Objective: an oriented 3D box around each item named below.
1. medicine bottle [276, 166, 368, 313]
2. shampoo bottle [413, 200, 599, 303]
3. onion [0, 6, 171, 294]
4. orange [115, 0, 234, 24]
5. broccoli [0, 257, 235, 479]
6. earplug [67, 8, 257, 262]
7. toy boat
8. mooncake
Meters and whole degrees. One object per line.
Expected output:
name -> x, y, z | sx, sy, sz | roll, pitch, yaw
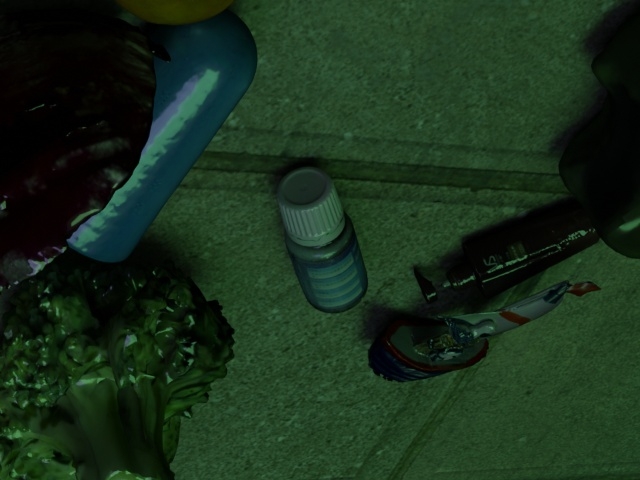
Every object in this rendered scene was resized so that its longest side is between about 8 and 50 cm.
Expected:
medicine bottle -> 0.000, 0.000, 1.696 | 0.083, 0.083, 0.203 | -23, 143, -2
shampoo bottle -> 0.237, 0.019, 1.862 | 0.236, 0.068, 0.067 | -24, 146, -3
onion -> -0.288, -0.088, 1.309 | 0.314, 0.280, 0.146 | -34, 127, 11
orange -> -0.125, -0.261, 1.291 | 0.156, 0.124, 0.156 | -12, 140, -10
broccoli -> -0.247, 0.175, 1.636 | 0.277, 0.317, 0.339 | 14, 90, -23
earplug -> -0.165, -0.118, 1.442 | 0.132, 0.132, 0.273 | 20, 121, -42
toy boat -> 0.215, 0.111, 1.912 | 0.318, 0.072, 0.219 | -20, 161, 12
mooncake -> 0.456, -0.135, 1.701 | 0.351, 0.187, 0.351 | -12, 138, -11
